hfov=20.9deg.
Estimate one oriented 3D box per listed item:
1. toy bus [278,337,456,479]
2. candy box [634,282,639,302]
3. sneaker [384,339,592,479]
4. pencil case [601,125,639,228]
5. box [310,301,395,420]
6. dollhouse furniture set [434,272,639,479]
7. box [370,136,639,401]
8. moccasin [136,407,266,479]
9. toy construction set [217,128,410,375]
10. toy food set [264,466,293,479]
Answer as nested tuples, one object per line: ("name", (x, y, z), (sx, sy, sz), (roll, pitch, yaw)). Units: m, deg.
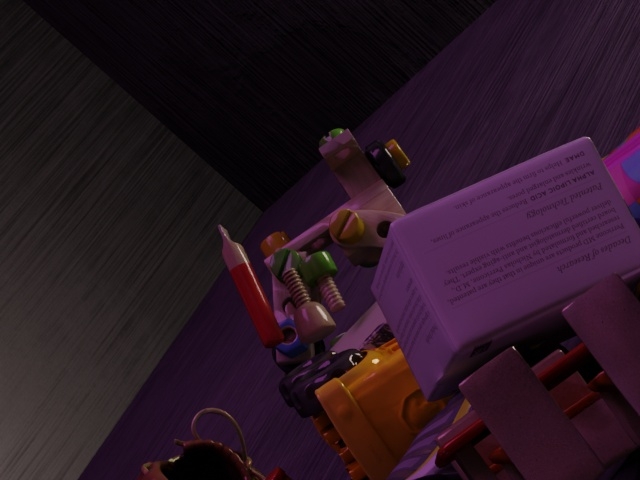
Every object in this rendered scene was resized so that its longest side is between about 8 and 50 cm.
("toy bus", (0.087, 0.135, 1.587), (0.211, 0.149, 0.220), (-36, 4, -8))
("candy box", (0.275, 0.056, 1.320), (0.105, 0.027, 0.206), (-41, 12, 31))
("sneaker", (0.094, 0.208, 1.357), (0.300, 0.111, 0.121), (-44, 0, -19))
("pencil case", (0.294, -0.056, 1.489), (0.236, 0.104, 0.104), (-38, 14, 49))
("box", (0.110, 0.091, 1.718), (0.275, 0.113, 0.094), (-48, 9, 11))
("dollhouse furniture set", (0.181, 0.070, 1.132), (0.259, 0.135, 0.262), (-35, -11, -7))
("box", (0.150, 0.028, 1.408), (0.182, 0.119, 0.181), (-24, -15, -11))
("moccasin", (-0.116, 0.261, 1.752), (0.147, 0.139, 0.380), (-51, -20, 7))
("toy construction set", (0.000, 0.000, 1.885), (0.257, 0.237, 0.309), (-37, -22, 28))
("toy food set", (-0.075, 0.321, 1.636), (0.232, 0.104, 0.111), (-43, 10, 34))
